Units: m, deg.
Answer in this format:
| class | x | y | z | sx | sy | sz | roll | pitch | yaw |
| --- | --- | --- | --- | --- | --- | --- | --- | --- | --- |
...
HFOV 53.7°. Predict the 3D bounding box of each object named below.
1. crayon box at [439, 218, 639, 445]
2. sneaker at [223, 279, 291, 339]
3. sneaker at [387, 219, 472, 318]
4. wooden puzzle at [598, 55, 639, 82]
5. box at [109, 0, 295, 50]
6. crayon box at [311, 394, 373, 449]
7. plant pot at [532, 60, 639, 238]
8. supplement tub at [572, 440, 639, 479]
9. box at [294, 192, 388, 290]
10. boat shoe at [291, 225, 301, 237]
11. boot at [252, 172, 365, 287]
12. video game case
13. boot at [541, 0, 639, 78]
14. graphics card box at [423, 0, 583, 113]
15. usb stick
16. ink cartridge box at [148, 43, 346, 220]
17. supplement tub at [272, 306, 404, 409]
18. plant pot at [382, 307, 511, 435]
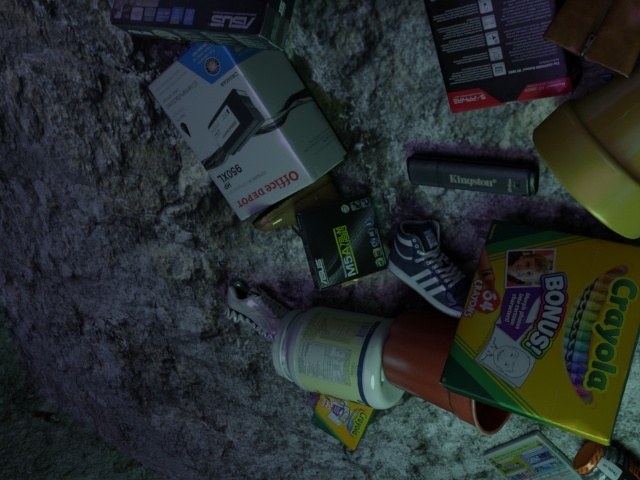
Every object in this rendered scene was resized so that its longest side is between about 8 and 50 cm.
| class | x | y | z | sx | sy | sz | roll | pitch | yaw |
| --- | --- | --- | --- | --- | --- | --- | --- | --- | --- |
| crayon box | 0.442 | 0.164 | 1.229 | 0.313 | 0.363 | 0.106 | 13 | 164 | 32 |
| sneaker | -0.167 | 0.208 | 1.886 | 0.292 | 0.110 | 0.118 | 18 | 120 | 25 |
| sneaker | 0.272 | 0.057 | 1.433 | 0.282 | 0.099 | 0.153 | 34 | 135 | 31 |
| wooden puzzle | 0.540 | -0.295 | 1.071 | 0.078 | 0.014 | 0.116 | 45 | 136 | 0 |
| box | -0.219 | -0.558 | 1.263 | 0.395 | 0.097 | 0.318 | 15 | 93 | 27 |
| crayon box | 0.082 | 0.498 | 1.922 | 0.165 | 0.081 | 0.278 | 29 | 133 | 16 |
| plant pot | 0.522 | -0.171 | 1.026 | 0.254 | 0.254 | 0.239 | 44 | 121 | 1 |
| supplement tub | 0.706 | 0.568 | 1.499 | 0.190 | 0.117 | 0.117 | 38 | 135 | 6 |
| box | 0.051 | 0.002 | 1.493 | 0.045 | 0.184 | 0.190 | 180 | 74 | -70 |
| boat shoe | 0.009 | -0.006 | 1.625 | 0.223 | 0.080 | 0.073 | 39 | 166 | -10 |
| boot | 0.000 | 0.000 | 1.539 | 0.269 | 0.236 | 0.089 | 58 | 173 | -11 |
| video game case | 0.573 | 0.611 | 1.692 | 0.193 | 0.023 | 0.212 | 44 | 136 | 1 |
| boot | 0.500 | -0.372 | 0.906 | 0.264 | 0.096 | 0.280 | 28 | 106 | 18 |
| graphics card box | 0.301 | -0.423 | 1.096 | 0.233 | 0.094 | 0.371 | -2 | 120 | 37 |
| usb stick | 0.312 | -0.139 | 1.325 | 0.278 | 0.045 | 0.077 | 10 | 125 | 30 |
| ink cartridge box | -0.170 | -0.281 | 1.484 | 0.285 | 0.166 | 0.395 | -23 | 106 | 43 |
| supplement tub | 0.058 | 0.304 | 1.692 | 0.325 | 0.235 | 0.235 | 6 | 123 | 33 |
| plant pot | 0.308 | 0.284 | 1.497 | 0.265 | 0.272 | 0.272 | 10 | 126 | 40 |
